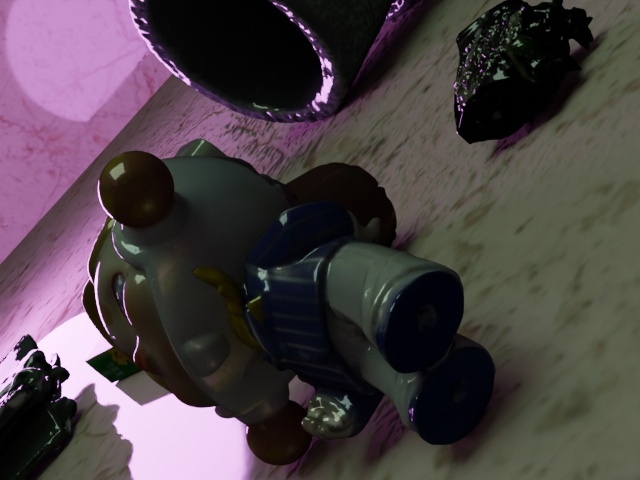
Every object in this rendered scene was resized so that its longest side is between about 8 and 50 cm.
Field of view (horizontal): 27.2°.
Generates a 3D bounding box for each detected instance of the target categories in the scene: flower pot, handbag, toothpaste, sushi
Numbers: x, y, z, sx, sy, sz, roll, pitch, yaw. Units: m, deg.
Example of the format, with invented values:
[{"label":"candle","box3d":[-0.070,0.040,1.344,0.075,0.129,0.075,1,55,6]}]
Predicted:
[{"label":"flower pot","box3d":[-0.040,-0.305,1.318,0.299,0.299,0.283,-22,34,60]},{"label":"handbag","box3d":[-0.351,0.222,1.326,0.260,0.079,0.247,-48,15,0]},{"label":"toothpaste","box3d":[-0.155,0.085,1.181,0.178,0.037,0.043,-28,24,55]},{"label":"flower pot","box3d":[0.000,0.000,0.842,0.089,0.111,0.111,-41,7,-38]},{"label":"sushi","box3d":[0.122,-0.111,0.827,0.084,0.056,0.083,-36,19,44]}]

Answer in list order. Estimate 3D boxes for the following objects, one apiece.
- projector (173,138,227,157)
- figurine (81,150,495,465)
[{"label":"projector","box3d":[-0.122,-0.041,1.312,0.082,0.083,0.083,-55,16,-21]},{"label":"figurine","box3d":[-0.029,0.021,0.678,0.133,0.194,0.274,-43,9,-26]}]
